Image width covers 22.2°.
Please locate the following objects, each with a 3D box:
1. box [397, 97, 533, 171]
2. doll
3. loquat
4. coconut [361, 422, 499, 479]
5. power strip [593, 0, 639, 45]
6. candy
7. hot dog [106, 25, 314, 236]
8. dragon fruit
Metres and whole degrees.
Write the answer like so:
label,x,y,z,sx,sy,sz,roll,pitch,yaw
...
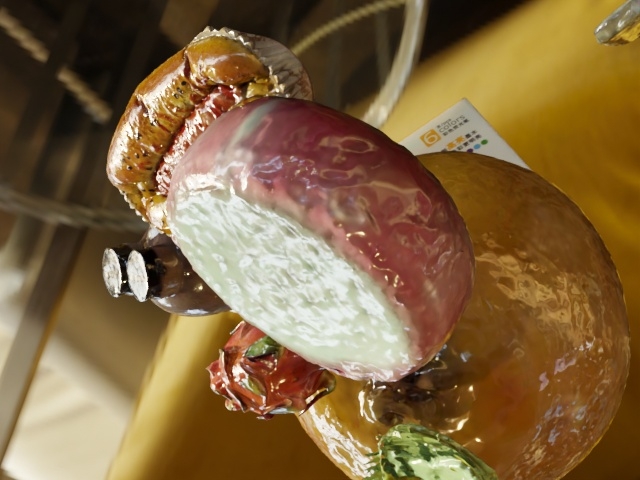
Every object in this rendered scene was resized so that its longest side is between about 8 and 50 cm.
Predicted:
label,x,y,z,sx,sy,sz,roll,pitch,yaw
box,0.133,-0.028,2.031,0.274,0.221,0.091,-33,135,0
doll,-0.082,0.018,1.647,0.257,0.117,0.182,-2,-173,-33
loquat,0.115,0.081,1.448,0.328,0.328,0.328,7,138,7
coconut,0.073,0.182,0.978,0.133,0.055,0.158,-11,92,49
power strip,0.325,-0.206,1.297,0.213,0.198,0.064,-39,85,20
candy,0.000,0.000,0.515,0.103,0.043,0.103,26,152,15
hot dog,-0.109,-0.099,1.490,0.144,0.075,0.268,48,138,2
dragon fruit,-0.031,0.094,1.259,0.086,0.081,0.116,42,135,-19
